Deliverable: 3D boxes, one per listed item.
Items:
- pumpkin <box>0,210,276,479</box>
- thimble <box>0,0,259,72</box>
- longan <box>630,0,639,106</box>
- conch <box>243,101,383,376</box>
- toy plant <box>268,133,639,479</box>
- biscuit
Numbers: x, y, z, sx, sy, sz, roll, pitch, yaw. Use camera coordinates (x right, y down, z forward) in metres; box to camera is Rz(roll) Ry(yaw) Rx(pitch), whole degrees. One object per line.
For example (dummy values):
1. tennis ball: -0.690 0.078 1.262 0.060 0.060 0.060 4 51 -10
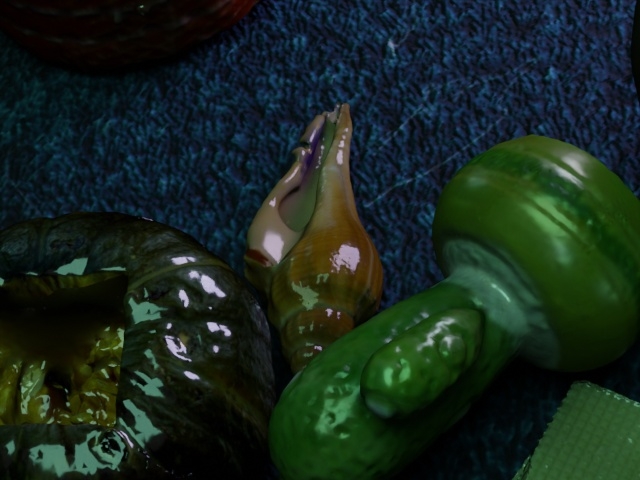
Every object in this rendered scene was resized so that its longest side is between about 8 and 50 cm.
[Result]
1. pumpkin: -0.185 0.123 1.118 0.320 0.192 0.320 -7 57 10
2. thimble: -0.184 -0.343 1.390 0.350 0.230 0.350 -5 59 8
3. longan: 0.411 -0.128 1.081 0.336 0.404 0.404 -4 49 -35
4. conch: 0.002 0.004 1.230 0.109 0.093 0.330 -17 34 20
5. toy plant: 0.095 0.078 1.084 0.316 0.224 0.184 -42 82 -18
6. biscuit: 0.264 0.199 1.064 0.250 0.046 0.147 19 55 22
